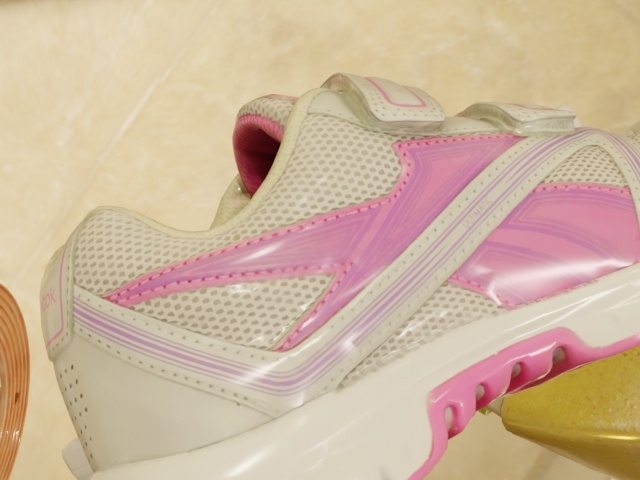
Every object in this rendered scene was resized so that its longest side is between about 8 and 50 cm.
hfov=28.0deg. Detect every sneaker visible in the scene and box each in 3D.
[{"bbox_3d":[0.032,-0.004,0.365,0.252,0.103,0.111,-26,84,-29],"label":"sneaker"}]

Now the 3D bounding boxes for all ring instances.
[{"bbox_3d":[-0.395,0.202,1.347,0.032,0.336,0.336,9,92,12],"label":"ring"}]

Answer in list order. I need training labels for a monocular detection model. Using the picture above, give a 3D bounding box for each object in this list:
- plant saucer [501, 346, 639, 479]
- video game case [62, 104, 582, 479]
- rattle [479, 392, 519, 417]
[{"bbox_3d":[0.329,0.049,0.808,0.333,0.081,0.332,27,99,-27],"label":"plant saucer"},{"bbox_3d":[0.002,0.022,0.557,0.023,0.183,0.201,56,45,-8],"label":"video game case"},{"bbox_3d":[0.105,0.040,0.822,0.143,0.130,0.200,-42,133,9],"label":"rattle"}]
